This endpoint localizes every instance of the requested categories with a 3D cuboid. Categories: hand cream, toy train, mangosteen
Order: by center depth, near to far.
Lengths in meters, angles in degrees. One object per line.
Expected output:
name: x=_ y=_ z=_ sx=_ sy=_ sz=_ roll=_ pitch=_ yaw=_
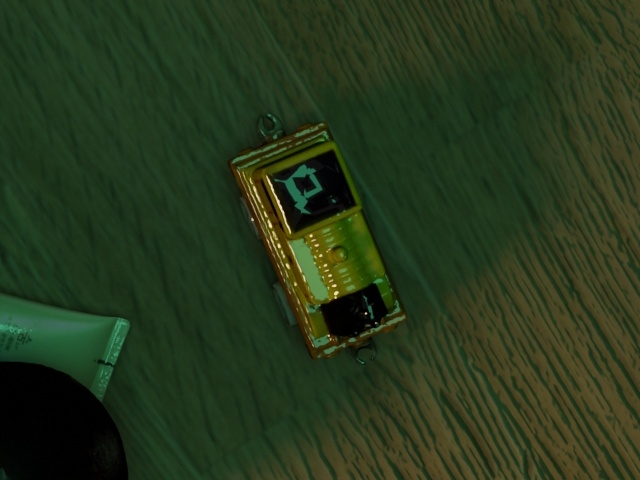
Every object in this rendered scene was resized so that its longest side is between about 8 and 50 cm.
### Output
mangosteen: x=-0.263 y=0.161 z=0.872 sx=0.211 sy=0.211 sz=0.250 roll=-41 pitch=87 yaw=-8
hand cream: x=-0.257 y=0.067 z=0.943 sx=0.205 sy=0.050 sz=0.078 roll=21 pitch=88 yaw=-15
toy train: x=0.000 y=0.000 z=0.950 sx=0.089 sy=0.127 sz=0.219 roll=-23 pitch=94 yaw=-9
